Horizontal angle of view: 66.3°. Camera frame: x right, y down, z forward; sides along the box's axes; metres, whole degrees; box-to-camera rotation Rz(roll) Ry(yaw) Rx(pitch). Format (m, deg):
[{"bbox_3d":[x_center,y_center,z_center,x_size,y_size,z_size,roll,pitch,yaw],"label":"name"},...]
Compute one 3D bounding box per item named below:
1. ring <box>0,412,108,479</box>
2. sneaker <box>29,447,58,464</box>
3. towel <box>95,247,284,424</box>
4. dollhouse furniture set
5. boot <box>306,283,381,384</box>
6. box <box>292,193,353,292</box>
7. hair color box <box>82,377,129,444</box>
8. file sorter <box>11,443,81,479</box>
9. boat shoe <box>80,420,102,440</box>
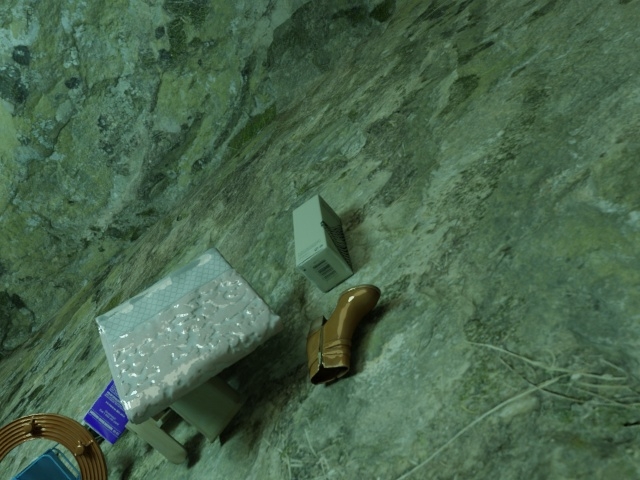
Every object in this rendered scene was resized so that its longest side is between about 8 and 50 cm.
[{"bbox_3d":[-0.663,0.575,1.130,0.336,0.337,0.032,-47,-10,-8],"label":"ring"},{"bbox_3d":[-0.859,0.685,1.506,0.109,0.040,0.043,-41,29,6],"label":"sneaker"},{"bbox_3d":[-0.290,0.178,1.038,0.332,0.053,0.317,-32,44,-17],"label":"towel"},{"bbox_3d":[-0.243,0.325,1.192,0.303,0.174,0.355,-52,-4,10],"label":"dollhouse furniture set"},{"bbox_3d":[0.049,0.186,0.962,0.197,0.073,0.152,-44,23,26],"label":"boot"},{"bbox_3d":[0.000,0.000,1.248,0.094,0.113,0.275,-35,29,16],"label":"box"},{"bbox_3d":[-0.412,0.316,1.220,0.338,0.110,0.185,-53,-4,7],"label":"hair color box"},{"bbox_3d":[-0.658,0.577,1.240,0.104,0.118,0.170,-41,1,-2],"label":"file sorter"},{"bbox_3d":[-0.595,0.492,1.384,0.219,0.077,0.070,-49,26,-14],"label":"boat shoe"}]
